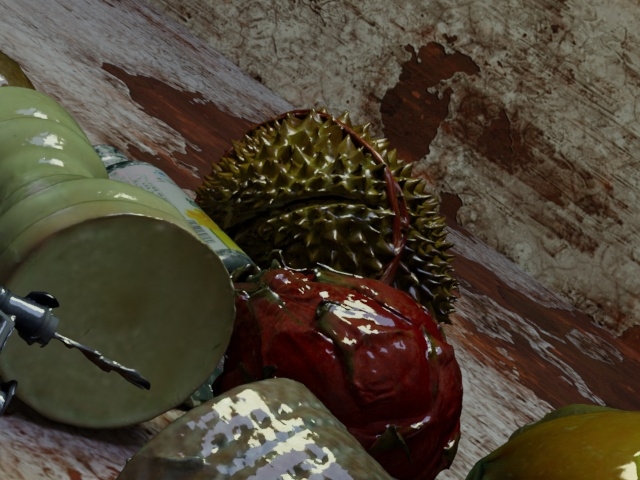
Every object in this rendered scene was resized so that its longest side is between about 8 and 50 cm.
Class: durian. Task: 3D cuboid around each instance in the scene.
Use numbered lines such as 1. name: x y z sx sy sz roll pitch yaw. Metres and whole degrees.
1. durian: 0.003 0.003 1.821 0.347 0.347 0.384 42 -15 35

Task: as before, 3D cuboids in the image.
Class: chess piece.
1. chess piece: -0.267 -0.007 1.469 0.234 0.234 0.442 23 11 -32

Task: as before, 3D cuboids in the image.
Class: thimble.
1. thimble: -0.053 0.221 1.140 0.148 0.196 0.229 40 15 26

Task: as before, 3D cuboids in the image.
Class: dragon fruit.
1. dragon fruit: 0.008 0.145 1.434 0.299 0.244 0.244 39 12 -10

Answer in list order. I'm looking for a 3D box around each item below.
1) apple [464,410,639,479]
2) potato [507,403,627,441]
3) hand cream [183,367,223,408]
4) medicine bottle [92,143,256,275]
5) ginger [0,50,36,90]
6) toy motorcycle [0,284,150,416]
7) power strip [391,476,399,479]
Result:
1. apple: 0.264 0.312 1.190 0.374 0.374 0.384 31 2 -6
2. potato: 0.364 0.314 1.693 0.351 0.218 0.202 39 17 35
3. hand cream: -0.121 0.147 1.549 0.248 0.052 0.075 17 21 -47
4. medicine bottle: -0.201 0.001 1.695 0.141 0.141 0.293 16 21 -50
5. ginger: -0.467 -0.193 1.828 0.275 0.130 0.221 8 36 -48
6. toy motorcycle: -0.322 0.060 1.114 0.401 0.207 0.134 32 42 -15
7. power strip: 0.017 0.251 1.350 0.270 0.118 0.046 27 47 -20
